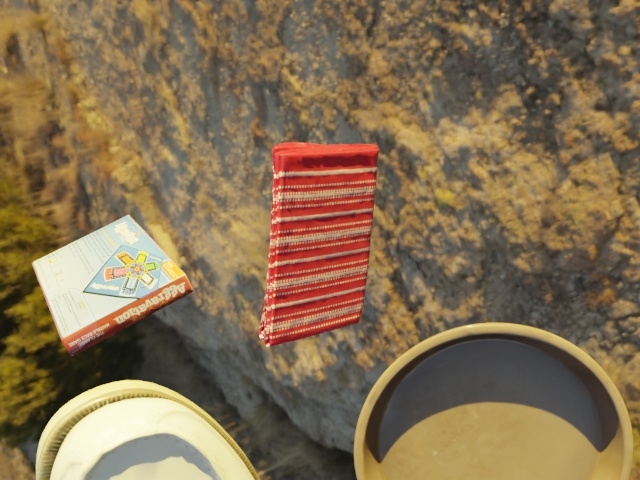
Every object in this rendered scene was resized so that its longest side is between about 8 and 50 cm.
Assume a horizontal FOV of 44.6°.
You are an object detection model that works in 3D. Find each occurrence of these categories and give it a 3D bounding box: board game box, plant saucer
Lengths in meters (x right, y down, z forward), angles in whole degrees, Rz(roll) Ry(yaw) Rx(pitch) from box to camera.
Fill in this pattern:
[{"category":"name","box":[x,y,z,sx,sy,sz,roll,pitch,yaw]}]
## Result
[{"category":"board game box","box":[-0.261,0.042,0.943,0.281,0.145,0.027,31,147,60]},{"category":"plant saucer","box":[0.173,0.211,0.795,0.041,0.278,0.278,-79,-23,-77]}]

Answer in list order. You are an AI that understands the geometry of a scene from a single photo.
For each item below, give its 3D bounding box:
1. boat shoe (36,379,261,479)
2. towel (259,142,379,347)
[{"category":"boat shoe","box":[-0.051,0.211,0.384,0.103,0.113,0.302,35,144,62]},{"category":"towel","box":[0.000,0.000,1.087,0.031,0.199,0.275,18,109,43]}]
